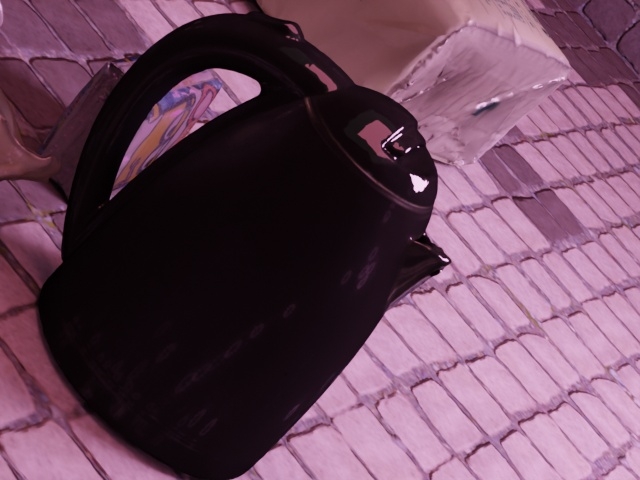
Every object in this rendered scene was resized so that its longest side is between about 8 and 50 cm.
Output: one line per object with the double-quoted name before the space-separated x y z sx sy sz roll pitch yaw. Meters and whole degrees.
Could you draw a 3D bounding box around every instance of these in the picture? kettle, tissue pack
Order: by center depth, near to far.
"kettle" -0.060 -0.015 1.412 0.268 0.290 0.207 45 22 5
"tissue pack" -0.158 -0.098 1.621 0.065 0.115 0.155 45 22 7
"tissue pack" 0.075 -0.294 2.277 0.297 0.207 0.380 14 37 -55

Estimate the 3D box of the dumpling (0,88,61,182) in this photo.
"dumpling" -0.285 -0.088 1.405 0.181 0.111 0.155 52 -10 -1

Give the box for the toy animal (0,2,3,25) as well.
"toy animal" -0.346 -0.224 1.509 0.221 0.103 0.131 -4 81 -64
